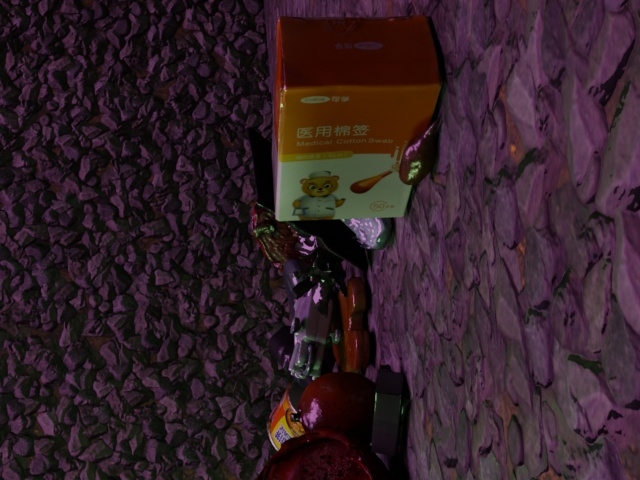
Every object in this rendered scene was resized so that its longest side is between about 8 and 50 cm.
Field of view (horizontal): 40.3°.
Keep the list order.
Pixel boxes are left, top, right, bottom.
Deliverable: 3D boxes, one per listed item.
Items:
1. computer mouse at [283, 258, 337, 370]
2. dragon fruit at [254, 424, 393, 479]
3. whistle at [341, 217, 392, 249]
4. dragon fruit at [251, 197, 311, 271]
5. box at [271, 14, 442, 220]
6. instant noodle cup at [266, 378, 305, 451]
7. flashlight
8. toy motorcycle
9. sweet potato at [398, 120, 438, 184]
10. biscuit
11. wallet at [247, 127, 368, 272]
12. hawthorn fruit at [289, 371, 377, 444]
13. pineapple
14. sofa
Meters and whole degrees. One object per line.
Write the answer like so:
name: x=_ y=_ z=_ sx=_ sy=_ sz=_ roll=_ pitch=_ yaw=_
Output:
computer mouse: x=-0.012 y=0.209 z=2.314 sx=0.188 sy=0.121 sz=0.371 roll=-121 pitch=21 yaw=-58
dragon fruit: x=0.017 y=0.505 z=1.619 sx=0.302 sy=0.295 sz=0.296 roll=49 pitch=-158 yaw=-43
whistle: x=0.052 y=-0.117 z=1.676 sx=0.348 sy=0.189 sz=0.189 roll=55 pitch=155 yaw=33
dragon fruit: x=-0.044 y=0.004 z=2.386 sx=0.240 sy=0.302 sz=0.330 roll=-12 pitch=97 yaw=51
box: x=0.039 y=-0.178 z=1.328 sx=0.341 sy=0.224 sz=0.144 roll=98 pitch=168 yaw=-59
instant noodle cup: x=-0.019 y=0.437 z=2.208 sx=0.174 sy=0.213 sz=0.213 roll=106 pitch=161 yaw=-47
flashlight: x=-0.008 y=0.323 z=2.054 sx=0.424 sy=0.103 sz=0.103 roll=-142 pitch=47 yaw=-59
toy motorcycle: x=-0.020 y=0.202 z=2.028 sx=0.171 sy=0.110 sz=0.260 roll=118 pitch=163 yaw=-62
sweet potato: x=0.147 y=-0.129 z=1.250 sx=0.117 sy=0.049 sz=0.049 roll=112 pitch=156 yaw=-49
biscuit: x=0.071 y=0.203 z=1.959 sx=0.334 sy=0.047 sz=0.202 roll=116 pitch=152 yaw=-72
wallet: x=-0.022 y=-0.079 z=1.790 sx=0.041 sy=0.323 sz=0.247 roll=-41 pitch=37 yaw=24
hawthorn fruit: x=0.032 y=0.343 z=1.766 sx=0.169 sy=0.188 sz=0.169 roll=-174 pitch=90 yaw=-78
pineapple: x=0.003 y=-0.002 z=1.951 sx=0.365 sy=0.165 sz=0.166 roll=-100 pitch=10 yaw=-50
sofa: x=0.127 y=0.304 z=1.567 sx=0.085 sy=0.060 sz=0.147 roll=-72 pitch=-14 yaw=-59
